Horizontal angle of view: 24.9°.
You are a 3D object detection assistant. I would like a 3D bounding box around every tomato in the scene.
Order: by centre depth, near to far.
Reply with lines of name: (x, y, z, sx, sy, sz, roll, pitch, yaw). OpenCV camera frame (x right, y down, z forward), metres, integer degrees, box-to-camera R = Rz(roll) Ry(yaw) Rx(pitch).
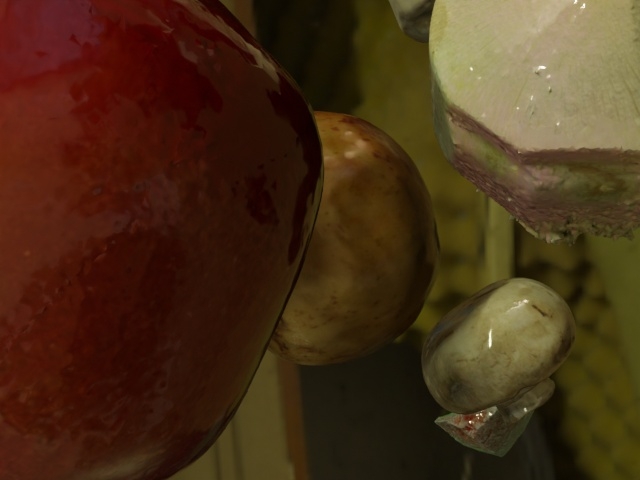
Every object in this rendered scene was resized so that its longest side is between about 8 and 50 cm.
tomato: (-0.150, -0.029, 0.742, 0.325, 0.289, 0.293, -134, 64, -72)

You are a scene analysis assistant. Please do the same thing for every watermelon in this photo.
watermelon: (0.210, 0.239, 1.898, 0.180, 0.094, 0.081, 143, 136, -60)

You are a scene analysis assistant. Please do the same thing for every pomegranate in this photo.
pomegranate: (0.000, 0.000, 1.411, 0.248, 0.248, 0.248, 179, 90, -64)

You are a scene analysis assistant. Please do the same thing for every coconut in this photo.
coconut: (0.189, -0.123, 1.010, 0.245, 0.233, 0.233, 80, 180, -71)

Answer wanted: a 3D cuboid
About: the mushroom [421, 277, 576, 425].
mushroom: (0.183, 0.112, 1.460, 0.127, 0.166, 0.166, 55, 156, -11)

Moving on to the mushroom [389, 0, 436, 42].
mushroom: (0.097, -0.421, 1.853, 0.314, 0.314, 0.336, -52, 48, 53)
